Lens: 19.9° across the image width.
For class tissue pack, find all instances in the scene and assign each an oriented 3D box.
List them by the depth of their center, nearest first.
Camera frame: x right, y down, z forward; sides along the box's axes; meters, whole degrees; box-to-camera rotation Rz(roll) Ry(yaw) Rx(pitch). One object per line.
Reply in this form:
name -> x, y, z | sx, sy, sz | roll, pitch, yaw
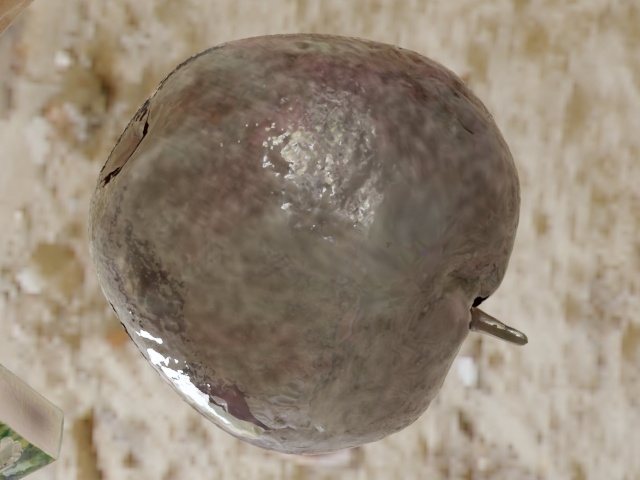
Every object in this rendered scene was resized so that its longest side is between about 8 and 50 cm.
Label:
tissue pack -> -0.275, 0.166, 1.466 | 0.111, 0.085, 0.079 | -28, 38, 27

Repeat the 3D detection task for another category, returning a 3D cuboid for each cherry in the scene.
cherry -> -0.008, -0.005, 0.817 | 0.195, 0.195, 0.195 | -176, 90, -72

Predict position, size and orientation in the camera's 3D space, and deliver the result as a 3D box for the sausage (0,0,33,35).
sausage -> -0.212, -0.236, 1.227 | 0.354, 0.116, 0.134 | -39, 83, 35
